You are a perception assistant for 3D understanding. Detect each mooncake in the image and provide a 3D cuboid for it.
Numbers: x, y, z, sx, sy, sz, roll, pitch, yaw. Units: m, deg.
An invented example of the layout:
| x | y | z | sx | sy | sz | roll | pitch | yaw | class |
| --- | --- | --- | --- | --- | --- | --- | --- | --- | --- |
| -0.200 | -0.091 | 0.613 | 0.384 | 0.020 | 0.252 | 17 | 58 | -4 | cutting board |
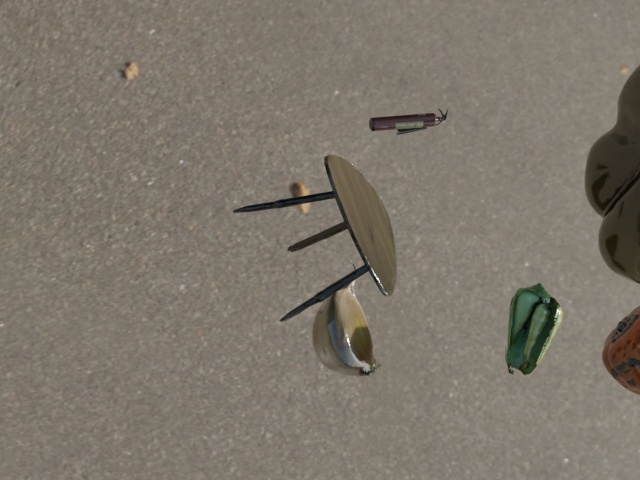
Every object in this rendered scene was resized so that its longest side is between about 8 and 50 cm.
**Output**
| x | y | z | sx | sy | sz | roll | pitch | yaw | class |
| --- | --- | --- | --- | --- | --- | --- | --- | --- | --- |
| 0.662 | -0.125 | 1.333 | 0.262 | 0.467 | 0.467 | 16 | 70 | -13 | mooncake |

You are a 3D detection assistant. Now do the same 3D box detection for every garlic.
| x | y | z | sx | sy | sz | roll | pitch | yaw | class |
| --- | --- | --- | --- | --- | --- | --- | --- | --- | --- |
| 0.047 | 0.184 | 1.801 | 0.148 | 0.129 | 0.266 | -26 | 110 | -71 | garlic |

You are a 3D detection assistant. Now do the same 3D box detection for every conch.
| x | y | z | sx | sy | sz | roll | pitch | yaw | class |
| --- | --- | --- | --- | --- | --- | --- | --- | --- | --- |
| 0.376 | 0.160 | 1.415 | 0.079 | 0.106 | 0.170 | 12 | 90 | -22 | conch |

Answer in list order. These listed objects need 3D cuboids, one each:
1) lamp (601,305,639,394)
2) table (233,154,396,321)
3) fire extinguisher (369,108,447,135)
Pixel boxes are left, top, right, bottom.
| x | y | z | sx | sy | sz | roll | pitch | yaw | class |
| --- | --- | --- | --- | --- | --- | --- | --- | --- | --- |
| 0.657 | 0.220 | 1.576 | 0.164 | 0.187 | 0.187 | 42 | 54 | 4 | lamp |
| 0.000 | 0.000 | 1.739 | 0.317 | 0.249 | 0.317 | 53 | 24 | -36 | table |
| 0.185 | -0.240 | 1.660 | 0.173 | 0.035 | 0.049 | -6 | 119 | -12 | fire extinguisher |
